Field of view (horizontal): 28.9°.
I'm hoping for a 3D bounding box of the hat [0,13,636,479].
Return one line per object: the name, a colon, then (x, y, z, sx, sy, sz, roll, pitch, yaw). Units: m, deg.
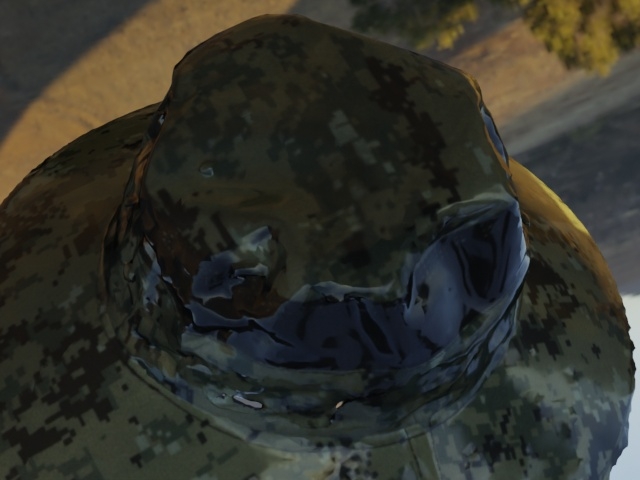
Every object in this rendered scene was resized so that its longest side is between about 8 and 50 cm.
hat: (0.000, 0.000, 0.427, 0.266, 0.265, 0.128, -18, 147, -20)
